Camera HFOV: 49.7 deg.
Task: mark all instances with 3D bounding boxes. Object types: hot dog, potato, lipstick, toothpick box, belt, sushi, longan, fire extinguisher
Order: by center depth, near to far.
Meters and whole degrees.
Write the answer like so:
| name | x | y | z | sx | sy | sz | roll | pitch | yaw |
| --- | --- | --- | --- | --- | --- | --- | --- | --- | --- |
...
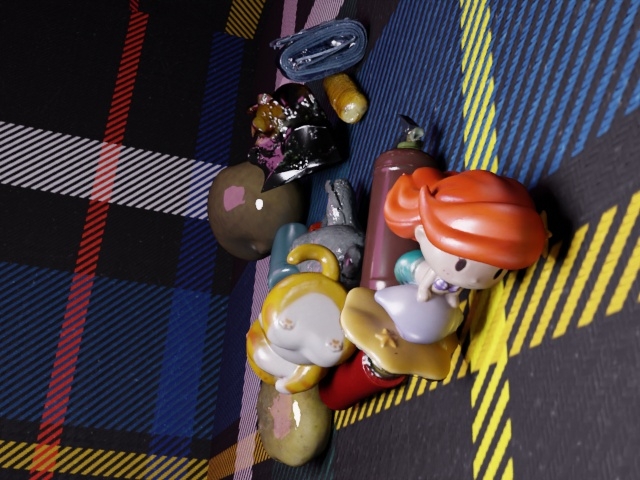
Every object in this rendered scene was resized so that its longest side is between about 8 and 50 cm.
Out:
| name | x | y | z | sx | sy | sz | roll | pitch | yaw |
| --- | --- | --- | --- | --- | --- | --- | --- | --- | --- |
| fire extinguisher | 0.119 | -0.046 | 1.057 | 0.138 | 0.102 | 0.343 | 142 | 136 | -72 |
| lipstick | 0.065 | 0.223 | 1.130 | 0.241 | 0.080 | 0.080 | 127 | 150 | -61 |
| potato | -0.054 | 0.313 | 1.412 | 0.191 | 0.141 | 0.296 | 127 | 153 | -55 |
| belt | 0.004 | -0.437 | 1.594 | 0.128 | 0.218 | 0.122 | -135 | 24 | -69 |
| hot dog | 0.051 | -0.339 | 1.608 | 0.289 | 0.068 | 0.083 | -108 | 38 | -64 |
| sushi | -0.068 | -0.266 | 1.639 | 0.227 | 0.216 | 0.212 | -70 | -42 | -64 |
| toothpick box | -0.066 | 0.047 | 1.685 | 0.184 | 0.120 | 0.120 | -91 | 18 | -46 |
| longan | -0.179 | -0.092 | 1.919 | 0.350 | 0.289 | 0.288 | 159 | 121 | -64 |

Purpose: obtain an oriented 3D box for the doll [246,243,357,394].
| name | x | y | z | sx | sy | sz | roll | pitch | yaw |
| --- | --- | --- | --- | --- | --- | --- | --- | --- | --- |
| doll | -0.036 | 0.154 | 1.140 | 0.269 | 0.167 | 0.162 | -56 | 4 | 46 |

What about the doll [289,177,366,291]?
| name | x | y | z | sx | sy | sz | roll | pitch | yaw |
| --- | --- | --- | --- | --- | --- | --- | --- | --- | --- |
| doll | 0.014 | 0.011 | 1.312 | 0.340 | 0.158 | 0.245 | -101 | 16 | -52 |

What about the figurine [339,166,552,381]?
| name | x | y | z | sx | sy | sz | roll | pitch | yaw |
| --- | --- | --- | --- | --- | --- | --- | --- | --- | --- |
| figurine | 0.140 | 0.015 | 0.805 | 0.257 | 0.181 | 0.208 | -61 | -7 | 35 |

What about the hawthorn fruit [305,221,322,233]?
| name | x | y | z | sx | sy | sz | roll | pitch | yaw |
| --- | --- | --- | --- | --- | --- | --- | --- | --- | --- |
| hawthorn fruit | 0.000 | 0.000 | 1.537 | 0.093 | 0.093 | 0.093 | -170 | 90 | -76 |
